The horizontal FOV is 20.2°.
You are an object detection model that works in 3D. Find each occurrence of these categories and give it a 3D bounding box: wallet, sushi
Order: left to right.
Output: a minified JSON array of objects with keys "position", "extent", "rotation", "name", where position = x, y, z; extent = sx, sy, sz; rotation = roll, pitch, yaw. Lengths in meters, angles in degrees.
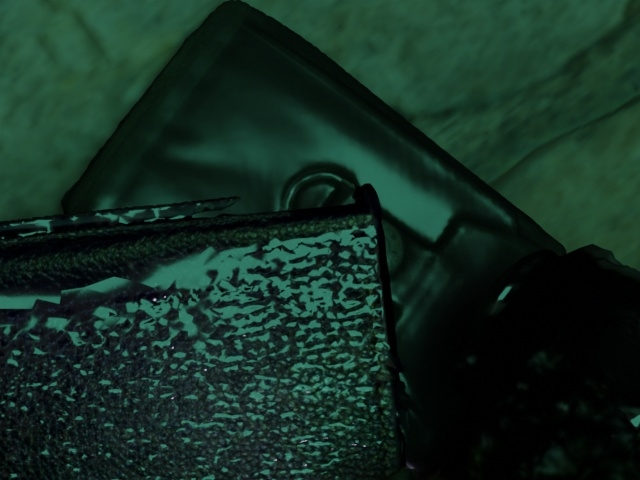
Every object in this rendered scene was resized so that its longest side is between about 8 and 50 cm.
[{"position":[-0.066,0.109,0.911],"extent":[0.220,0.071,0.262],"rotation":[-7,101,-6],"name":"wallet"},{"position":[0.000,0.000,0.961],"extent":[0.245,0.052,0.169],"rotation":[38,78,-8],"name":"wallet"},{"position":[0.190,0.204,0.872],"extent":[0.328,0.328,0.285],"rotation":[35,93,24],"name":"sushi"}]
